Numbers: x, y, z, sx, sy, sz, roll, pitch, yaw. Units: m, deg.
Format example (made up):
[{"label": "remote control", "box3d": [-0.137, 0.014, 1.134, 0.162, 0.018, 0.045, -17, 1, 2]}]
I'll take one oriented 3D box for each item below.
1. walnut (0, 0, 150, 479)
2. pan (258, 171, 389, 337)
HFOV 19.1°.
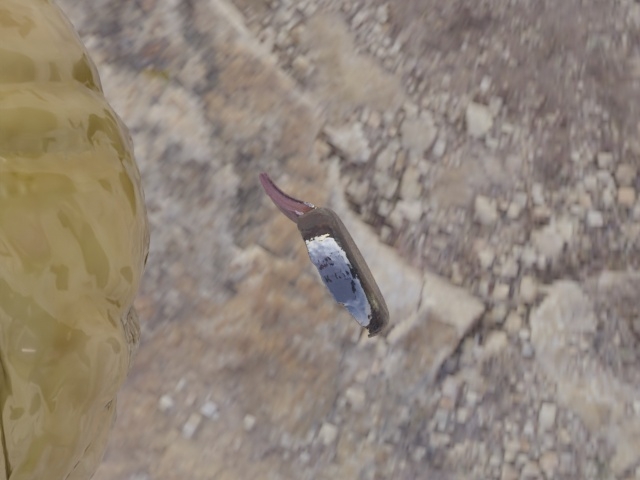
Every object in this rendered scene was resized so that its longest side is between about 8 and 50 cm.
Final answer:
[{"label": "walnut", "box3d": [-0.144, 0.013, 0.372, 0.228, 0.228, 0.228, 2, 107, 8]}, {"label": "pan", "box3d": [0.002, -0.002, 1.541, 0.040, 0.212, 0.115, -34, 131, 0]}]
